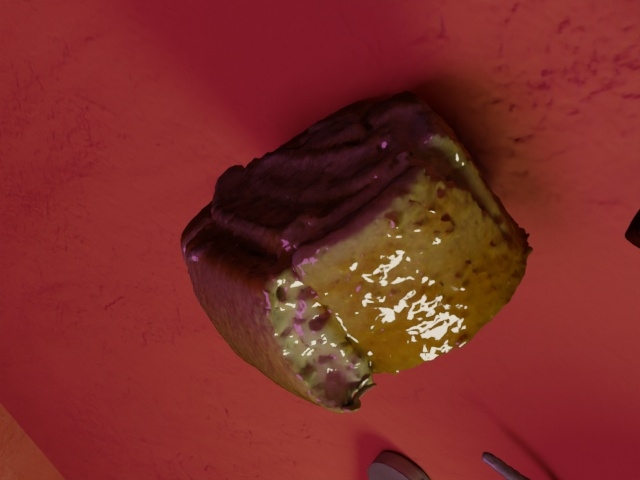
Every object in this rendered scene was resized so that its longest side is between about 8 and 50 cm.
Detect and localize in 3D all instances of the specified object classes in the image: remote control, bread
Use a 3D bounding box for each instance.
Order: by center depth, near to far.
[{"bbox_3d":[0.000,0.000,0.571,0.257,0.186,0.124,6,135,57],"label":"bread"},{"bbox_3d":[0.088,0.313,0.968,0.077,0.022,0.245,27,144,25],"label":"remote control"}]

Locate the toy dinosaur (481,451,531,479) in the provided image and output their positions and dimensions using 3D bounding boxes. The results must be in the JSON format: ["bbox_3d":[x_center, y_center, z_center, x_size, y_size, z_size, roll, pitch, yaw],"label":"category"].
[{"bbox_3d":[0.275,0.326,0.705,0.383,0.076,0.129,60,168,-12],"label":"toy dinosaur"}]

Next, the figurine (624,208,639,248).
[{"bbox_3d":[0.257,-0.025,0.306,0.283,0.204,0.338,22,129,45],"label":"figurine"}]
